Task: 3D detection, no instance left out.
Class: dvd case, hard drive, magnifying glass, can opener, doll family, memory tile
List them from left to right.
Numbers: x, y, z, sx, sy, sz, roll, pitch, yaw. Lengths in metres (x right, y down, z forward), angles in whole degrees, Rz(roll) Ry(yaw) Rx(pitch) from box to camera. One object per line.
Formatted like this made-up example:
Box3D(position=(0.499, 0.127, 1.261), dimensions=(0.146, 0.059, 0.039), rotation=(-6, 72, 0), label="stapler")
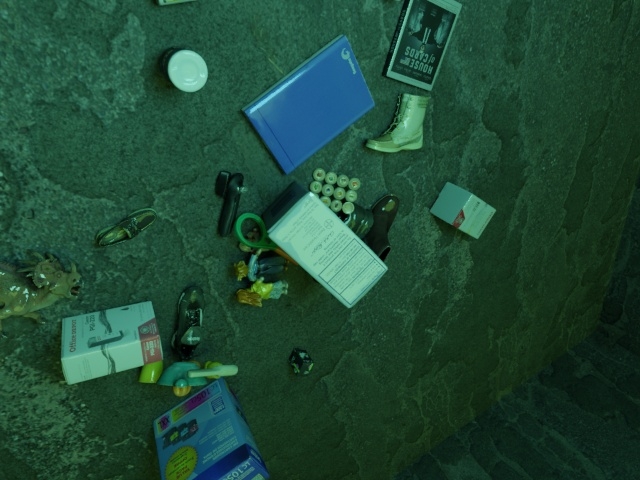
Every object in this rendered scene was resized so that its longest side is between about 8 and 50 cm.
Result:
Box3D(position=(-0.240, -0.096, 1.089), dimensions=(0.059, 0.073, 0.186), rotation=(-41, 148, -58), label="can opener")
Box3D(position=(-0.176, 0.101, 1.189), dimensions=(0.163, 0.118, 0.263), rotation=(-8, 118, -30), label="doll family")
Box3D(position=(-0.145, 0.005, 1.147), dimensions=(0.231, 0.026, 0.092), rotation=(34, 56, -28), label="magnifying glass")
Box3D(position=(-0.021, -0.350, 1.072), dimensions=(0.318, 0.040, 0.210), rotation=(-39, 129, -5), label="hard drive")
Box3D(position=(0.039, -0.144, 1.203), dimensions=(0.147, 0.012, 0.113), rotation=(13, 104, -11), label="memory tile")
Box3D(position=(0.284, -0.562, 1.139), dimensions=(0.179, 0.029, 0.239), rotation=(3, 114, -31), label="dvd case")

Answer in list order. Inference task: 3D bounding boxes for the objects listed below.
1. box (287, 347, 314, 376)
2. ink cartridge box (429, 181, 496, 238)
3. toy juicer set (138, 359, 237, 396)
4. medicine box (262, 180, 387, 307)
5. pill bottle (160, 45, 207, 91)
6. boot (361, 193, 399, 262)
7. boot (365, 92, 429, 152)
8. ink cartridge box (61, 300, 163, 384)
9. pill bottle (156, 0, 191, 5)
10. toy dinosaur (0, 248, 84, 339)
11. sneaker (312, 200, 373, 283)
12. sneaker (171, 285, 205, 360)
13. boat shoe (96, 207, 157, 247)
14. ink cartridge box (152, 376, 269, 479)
Box3D(position=(-0.071, 0.441, 1.472), dimensions=(0.052, 0.083, 0.062), rotation=(15, 108, -36), label="box")
Box3D(position=(0.516, -0.107, 1.474), dimensions=(0.176, 0.127, 0.128), rotation=(22, 104, -37), label="ink cartridge box")
Box3D(position=(-0.354, 0.390, 1.146), dimensions=(0.209, 0.328, 0.090), rotation=(15, 71, -42), label="toy juicer set")
Box3D(position=(0.000, 0.000, 1.090), dimensions=(0.149, 0.263, 0.289), rotation=(-45, 107, 2), label="medicine box")
Box3D(position=(-0.289, -0.359, 0.845), dimensions=(0.078, 0.137, 0.078), rotation=(-15, 123, -24), label="pill bottle")
Box3D(position=(0.197, -0.016, 1.281), dimensions=(0.090, 0.207, 0.249), rotation=(27, 104, -18), label="boot")
Box3D(position=(0.229, -0.349, 1.199), dimensions=(0.213, 0.077, 0.165), rotation=(-13, 123, -30), label="boot")
Box3D(position=(-0.533, 0.254, 1.041), dimensions=(0.217, 0.158, 0.092), rotation=(-11, 123, -25), label="ink cartridge box")
Box3D(position=(-0.276, -0.513, 0.811), dimensions=(0.116, 0.065, 0.065), rotation=(-21, 125, -20), label="pill bottle")
Box3D(position=(-0.687, 0.094, 0.890), dimensions=(0.295, 0.127, 0.201), rotation=(19, 99, -24), label="toy dinosaur")
Box3D(position=(0.044, 0.002, 1.288), dimensions=(0.130, 0.109, 0.286), rotation=(30, 91, -31), label="sneaker")
Box3D(position=(-0.370, 0.246, 1.166), dimensions=(0.078, 0.106, 0.235), rotation=(5, 114, -34), label="sneaker")
Box3D(position=(-0.467, -0.025, 0.989), dimensions=(0.152, 0.049, 0.056), rotation=(-33, 128, -11), label="boat shoe")
Box3D(position=(-0.335, 0.660, 1.239), dimensions=(0.269, 0.395, 0.151), rotation=(-32, 128, -11), label="ink cartridge box")
